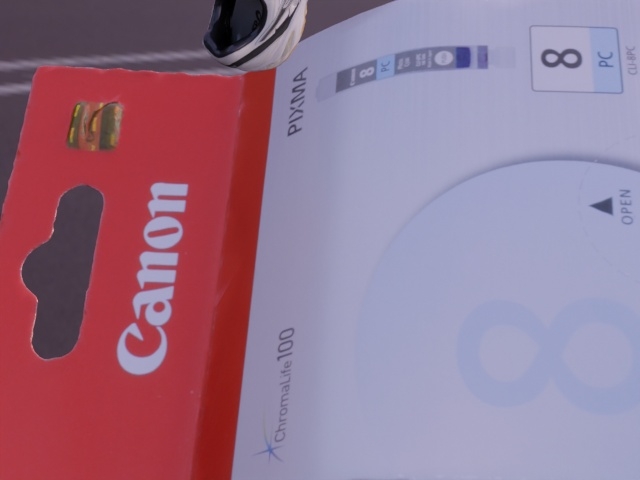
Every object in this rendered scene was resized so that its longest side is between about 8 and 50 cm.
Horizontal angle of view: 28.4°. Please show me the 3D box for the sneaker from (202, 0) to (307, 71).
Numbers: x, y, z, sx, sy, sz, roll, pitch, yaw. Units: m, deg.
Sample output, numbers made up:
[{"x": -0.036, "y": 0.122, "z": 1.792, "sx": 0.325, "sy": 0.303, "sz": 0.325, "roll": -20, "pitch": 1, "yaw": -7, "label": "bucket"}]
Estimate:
[{"x": -0.015, "y": -0.095, "z": 0.424, "sx": 0.032, "sy": 0.083, "sz": 0.037, "roll": 26, "pitch": 19, "yaw": 23, "label": "sneaker"}]

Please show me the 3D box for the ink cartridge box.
[{"x": 0.000, "y": 0.000, "z": 0.689, "sx": 0.385, "sy": 0.091, "sz": 0.308, "roll": 2, "pitch": 57, "yaw": 3, "label": "ink cartridge box"}]
